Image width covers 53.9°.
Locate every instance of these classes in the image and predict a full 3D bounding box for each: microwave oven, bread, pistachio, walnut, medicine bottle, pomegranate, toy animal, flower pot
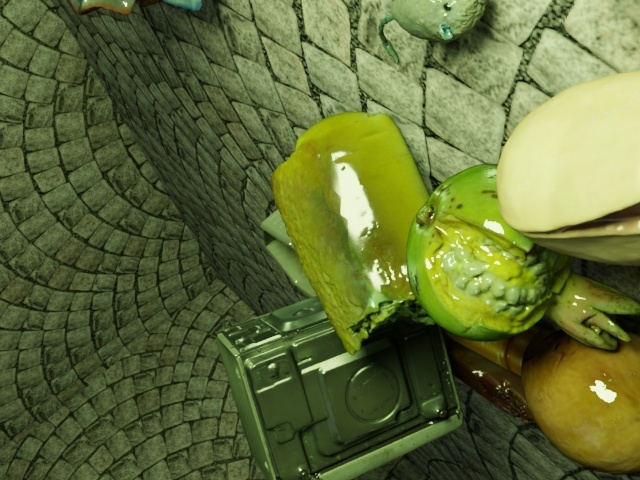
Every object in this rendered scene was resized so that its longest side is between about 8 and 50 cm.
[{"bbox_3d":[0.040,0.273,1.224,0.247,0.394,0.333,-165,58,-69],"label":"microwave oven"},{"bbox_3d":[0.066,-0.017,1.031,0.251,0.208,0.377,-32,76,46],"label":"bread"},{"bbox_3d":[0.290,-0.060,0.576,0.188,0.187,0.299,55,158,-15],"label":"pistachio"},{"bbox_3d":[0.387,0.215,0.897,0.203,0.203,0.298,51,168,-4],"label":"walnut"},{"bbox_3d":[0.317,0.168,1.134,0.192,0.096,0.096,26,151,54],"label":"medicine bottle"},{"bbox_3d":[0.257,0.034,0.816,0.301,0.236,0.236,28,161,2],"label":"pomegranate"},{"bbox_3d":[0.116,-0.270,0.777,0.253,0.070,0.079,10,122,68],"label":"toy animal"},{"bbox_3d":[0.000,0.000,1.417,0.209,0.189,0.239,44,164,19],"label":"flower pot"}]

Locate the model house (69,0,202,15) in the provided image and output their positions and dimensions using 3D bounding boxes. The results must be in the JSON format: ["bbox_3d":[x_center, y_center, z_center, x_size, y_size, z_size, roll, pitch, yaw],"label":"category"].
[{"bbox_3d":[-0.331,-0.475,1.064,0.252,0.294,0.329,49,161,18],"label":"model house"}]

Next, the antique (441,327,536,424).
[{"bbox_3d":[0.336,0.251,1.267,0.310,0.093,0.087,34,157,40],"label":"antique"}]
